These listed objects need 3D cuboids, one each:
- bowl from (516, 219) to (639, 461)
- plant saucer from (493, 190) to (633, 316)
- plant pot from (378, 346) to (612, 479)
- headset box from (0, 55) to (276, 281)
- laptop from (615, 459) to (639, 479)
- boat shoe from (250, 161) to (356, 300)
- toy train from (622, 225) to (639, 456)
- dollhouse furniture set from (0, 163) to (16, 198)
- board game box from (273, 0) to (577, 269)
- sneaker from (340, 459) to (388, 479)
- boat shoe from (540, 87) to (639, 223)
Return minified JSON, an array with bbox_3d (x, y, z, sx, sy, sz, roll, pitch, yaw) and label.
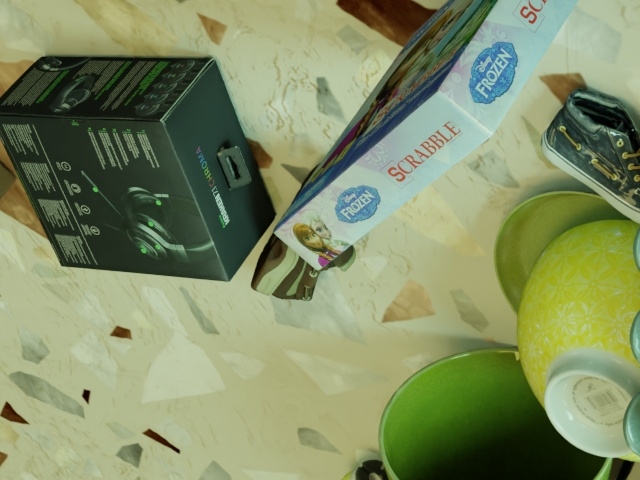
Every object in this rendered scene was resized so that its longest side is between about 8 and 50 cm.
[{"bbox_3d":[0.322,0.139,1.821,0.289,0.156,0.289,20,133,23],"label":"bowl"},{"bbox_3d":[0.307,0.039,1.893,0.241,0.037,0.241,21,134,23],"label":"plant saucer"},{"bbox_3d":[0.218,0.328,2.068,0.274,0.275,0.293,13,135,24],"label":"plant pot"},{"bbox_3d":[-0.217,-0.089,2.067,0.283,0.131,0.246,4,131,32],"label":"headset box"},{"bbox_3d":[0.536,0.386,2.102,0.382,0.236,0.408,22,112,13],"label":"laptop"},{"bbox_3d":[0.002,-0.006,2.046,0.095,0.095,0.257,23,148,-9],"label":"boat shoe"},{"bbox_3d":[0.408,0.099,1.670,0.190,0.334,0.142,2,-177,-21],"label":"toy train"},{"bbox_3d":[-0.543,-0.114,2.262,0.259,0.135,0.262,44,140,-12],"label":"dollhouse furniture set"},{"bbox_3d":[0.120,-0.153,1.606,0.066,0.318,0.318,40,144,-8],"label":"board game box"},{"bbox_3d":[0.105,0.389,2.380,0.208,0.081,0.094,51,145,-9],"label":"sneaker"},{"bbox_3d":[0.317,-0.081,1.758,0.183,0.065,0.083,30,142,6],"label":"boat shoe"}]
